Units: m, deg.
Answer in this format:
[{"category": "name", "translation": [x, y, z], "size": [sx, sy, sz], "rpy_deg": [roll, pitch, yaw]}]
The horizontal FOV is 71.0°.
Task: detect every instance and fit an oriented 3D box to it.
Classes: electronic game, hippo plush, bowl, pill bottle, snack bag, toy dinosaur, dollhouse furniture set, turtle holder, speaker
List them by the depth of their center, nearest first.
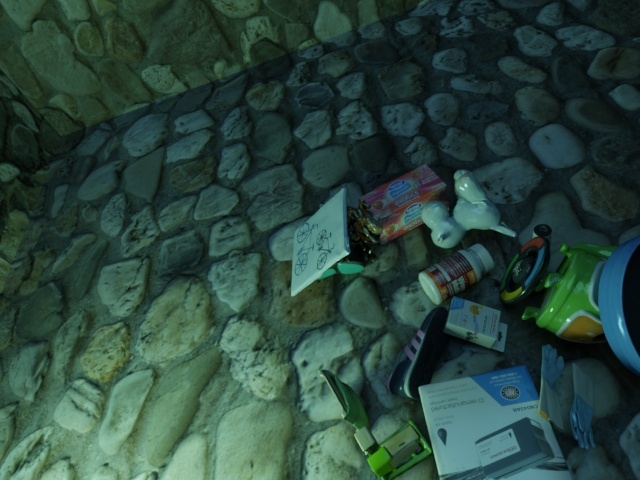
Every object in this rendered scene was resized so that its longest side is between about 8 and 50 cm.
[{"category": "bowl", "translation": [0.863, 0.169, 1.132], "size": [0.391, 0.391, 0.077], "rpy_deg": [-48, 9, -19]}, {"category": "dollhouse furniture set", "translation": [0.147, 0.468, 1.230], "size": [0.151, 0.198, 0.302], "rpy_deg": [-32, 49, -5]}, {"category": "turtle holder", "translation": [0.744, 0.150, 1.272], "size": [0.227, 0.244, 0.320], "rpy_deg": [28, 31, 21]}, {"category": "electronic game", "translation": [0.614, 0.091, 1.357], "size": [0.048, 0.229, 0.229], "rpy_deg": [28, 62, 3]}, {"category": "speaker", "translation": [0.705, 0.008, 1.436], "size": [0.055, 0.136, 0.055], "rpy_deg": [-10, 50, 12]}, {"category": "pill bottle", "translation": [0.444, 0.106, 1.465], "size": [0.221, 0.121, 0.121], "rpy_deg": [-29, 48, -4]}, {"category": "hippo plush", "translation": [0.491, -0.076, 1.576], "size": [0.236, 0.234, 0.294], "rpy_deg": [-35, 80, 17]}, {"category": "toy dinosaur", "translation": [0.139, -0.042, 1.612], "size": [0.164, 0.219, 0.322], "rpy_deg": [5, 16, -1]}, {"category": "snack bag", "translation": [0.000, 0.000, 1.651], "size": [0.342, 0.037, 0.323], "rpy_deg": [-41, 35, 38]}]

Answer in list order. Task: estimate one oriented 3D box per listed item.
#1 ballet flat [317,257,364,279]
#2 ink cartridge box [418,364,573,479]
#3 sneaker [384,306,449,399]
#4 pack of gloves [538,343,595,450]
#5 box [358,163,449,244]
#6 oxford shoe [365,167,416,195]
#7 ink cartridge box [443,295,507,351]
[{"category": "ballet flat", "translation": [0.062, 0.090, 1.657], "size": [0.202, 0.074, 0.074], "rpy_deg": [-13, 49, 14]}, {"category": "ink cartridge box", "translation": [0.427, 0.542, 1.087], "size": [0.285, 0.166, 0.395], "rpy_deg": [-15, 49, 9]}, {"category": "sneaker", "translation": [0.291, 0.327, 1.361], "size": [0.131, 0.112, 0.319], "rpy_deg": [-16, 28, 50]}, {"category": "pack of gloves", "translation": [0.609, 0.393, 1.133], "size": [0.046, 0.195, 0.232], "rpy_deg": [-40, 11, 45]}, {"category": "box", "translation": [0.315, -0.138, 1.696], "size": [0.299, 0.142, 0.154], "rpy_deg": [-27, 47, -2]}, {"category": "oxford shoe", "translation": [0.293, -0.212, 1.814], "size": [0.271, 0.097, 0.098], "rpy_deg": [-23, 28, -4]}, {"category": "ink cartridge box", "translation": [0.472, 0.249, 1.343], "size": [0.181, 0.062, 0.104], "rpy_deg": [17, 52, 13]}]
